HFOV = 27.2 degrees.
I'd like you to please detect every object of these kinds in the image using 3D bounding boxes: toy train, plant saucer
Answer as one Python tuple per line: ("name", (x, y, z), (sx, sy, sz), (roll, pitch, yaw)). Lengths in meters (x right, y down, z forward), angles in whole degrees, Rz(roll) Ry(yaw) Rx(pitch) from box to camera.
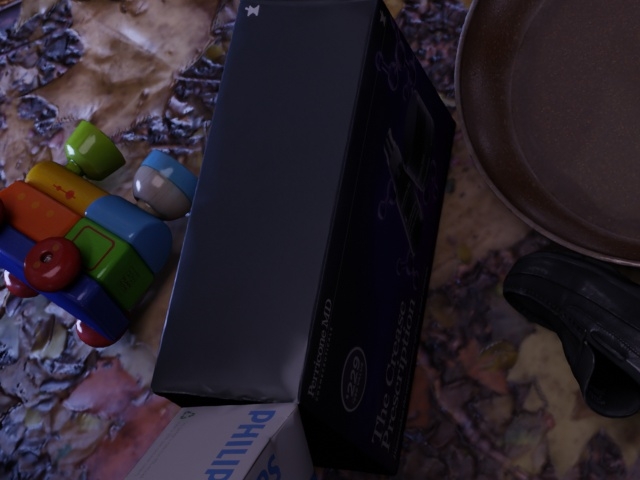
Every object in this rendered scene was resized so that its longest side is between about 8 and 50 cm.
("toy train", (-0.211, -0.036, 1.018), (0.248, 0.105, 0.143), (29, 71, 32))
("plant saucer", (0.243, -0.119, 0.873), (0.310, 0.050, 0.310), (-9, 65, 21))

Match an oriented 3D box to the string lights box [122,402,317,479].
("string lights box", (-0.035, 0.233, 0.711), (0.076, 0.133, 0.260), (-6, 110, 22))

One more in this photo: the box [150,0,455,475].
("box", (0.000, 0.000, 0.851), (0.103, 0.184, 0.261), (2, 70, 25))

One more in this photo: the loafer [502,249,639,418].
("loafer", (0.173, 0.062, 0.772), (0.078, 0.076, 0.223), (-56, 31, -5))
